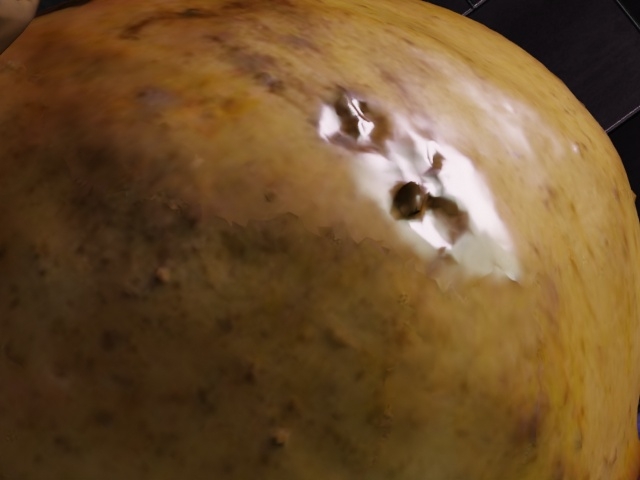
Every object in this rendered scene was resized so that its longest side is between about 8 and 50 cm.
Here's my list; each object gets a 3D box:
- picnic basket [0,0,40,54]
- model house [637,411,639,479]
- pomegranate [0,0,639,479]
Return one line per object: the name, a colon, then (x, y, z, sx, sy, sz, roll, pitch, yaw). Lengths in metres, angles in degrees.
picnic basket: (-0.193, -0.178, 0.470, 0.321, 0.291, 0.254, 42, 10, -16)
model house: (0.183, 0.229, 1.123, 0.280, 0.245, 0.312, 64, 4, 21)
pomegranate: (-0.029, 0.051, 0.570, 0.281, 0.281, 0.281, 52, 7, -10)
